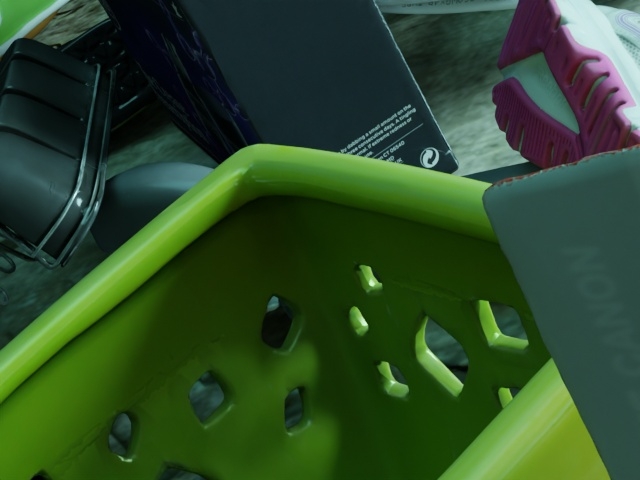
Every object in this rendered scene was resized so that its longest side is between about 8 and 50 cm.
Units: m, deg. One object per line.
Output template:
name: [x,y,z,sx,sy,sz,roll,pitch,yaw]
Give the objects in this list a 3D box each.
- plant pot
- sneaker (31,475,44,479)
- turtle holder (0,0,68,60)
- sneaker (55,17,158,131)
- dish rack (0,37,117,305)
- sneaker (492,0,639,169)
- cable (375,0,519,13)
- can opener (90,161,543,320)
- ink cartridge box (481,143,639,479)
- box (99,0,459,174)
plant pot: [0.007,0.125,0.581,0.228,0.207,0.227,-41,33,-23]
sneaker: [-0.145,0.097,0.863,0.078,0.067,0.188,6,17,20]
turtle holder: [-0.338,-0.250,1.358,0.227,0.320,0.243,-57,48,23]
sneaker: [-0.192,-0.086,1.225,0.235,0.084,0.097,-25,6,3]
dish rack: [-0.223,0.018,1.018,0.271,0.074,0.208,-51,19,20]
sneaker: [0.168,-0.029,0.790,0.111,0.103,0.252,0,46,-18]
cable: [0.107,-0.206,1.077,0.257,0.089,0.257,-13,19,-7]
can opener: [0.000,0.000,0.906,0.280,0.093,0.074,-7,34,23]
ink cartridge box: [0.272,0.027,0.417,0.385,0.308,0.091,-18,31,19]
box: [-0.049,-0.127,1.039,0.103,0.184,0.261,-33,30,-10]
